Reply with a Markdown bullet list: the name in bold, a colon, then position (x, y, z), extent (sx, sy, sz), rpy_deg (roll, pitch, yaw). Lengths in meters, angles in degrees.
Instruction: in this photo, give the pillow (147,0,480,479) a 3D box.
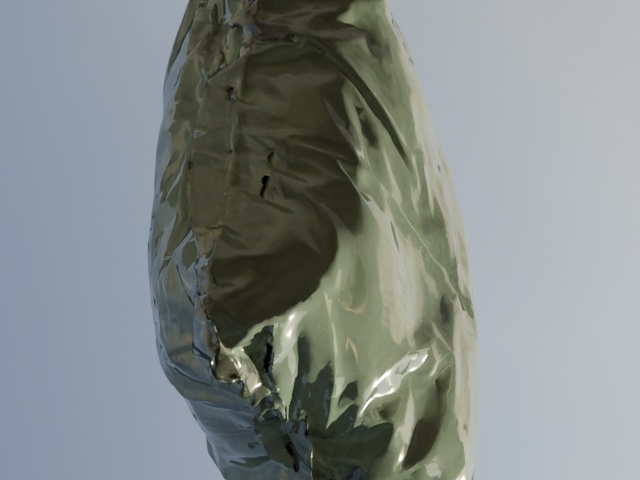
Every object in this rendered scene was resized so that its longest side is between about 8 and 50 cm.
- **pillow**: position (0.000, 0.000, 0.558), extent (0.283, 0.138, 0.310), rpy_deg (67, -162, -51)
